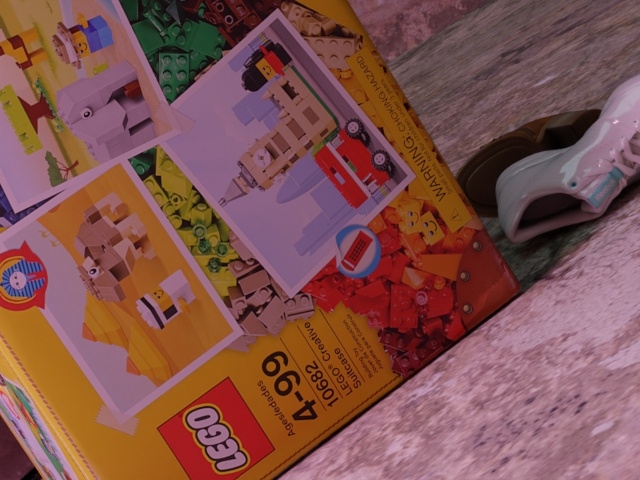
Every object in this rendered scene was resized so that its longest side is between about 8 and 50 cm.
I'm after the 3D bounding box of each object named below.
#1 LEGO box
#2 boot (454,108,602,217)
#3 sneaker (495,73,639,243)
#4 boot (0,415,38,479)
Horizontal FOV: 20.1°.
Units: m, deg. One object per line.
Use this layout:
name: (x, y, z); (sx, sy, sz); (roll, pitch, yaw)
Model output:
LEGO box: (-0.144, -0.065, 1.397); (0.372, 0.500, 0.193); (-36, 9, -19)
boot: (0.167, -0.061, 1.708); (0.197, 0.073, 0.152); (-24, 4, -33)
sneaker: (0.239, -0.061, 1.497); (0.212, 0.080, 0.094); (-36, 19, 22)
boot: (-0.394, 0.194, 1.813); (0.248, 0.207, 0.090); (-39, -22, -40)
